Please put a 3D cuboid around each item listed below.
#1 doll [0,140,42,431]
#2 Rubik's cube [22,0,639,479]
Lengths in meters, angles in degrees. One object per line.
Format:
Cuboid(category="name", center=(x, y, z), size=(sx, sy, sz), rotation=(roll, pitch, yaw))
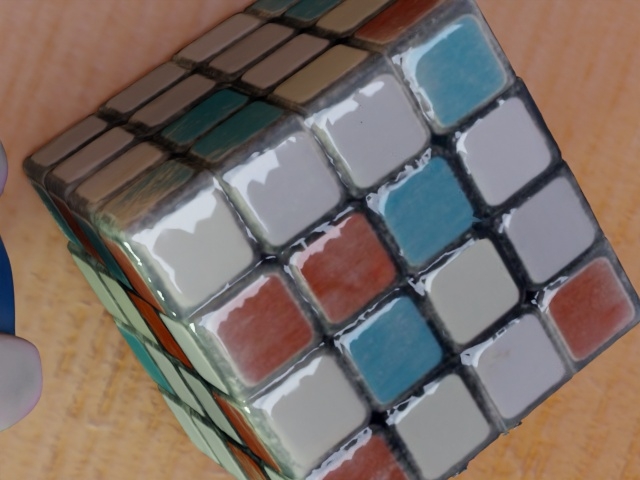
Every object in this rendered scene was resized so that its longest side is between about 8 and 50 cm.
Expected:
Cuboid(category="doll", center=(-0.343, 0.040, 1.034), size=(0.310, 0.240, 0.284), rotation=(-2, 61, -37))
Cuboid(category="Rubik's cube", center=(0.001, 0.001, 1.156), size=(0.259, 0.256, 0.253), rotation=(-35, 112, -14))
